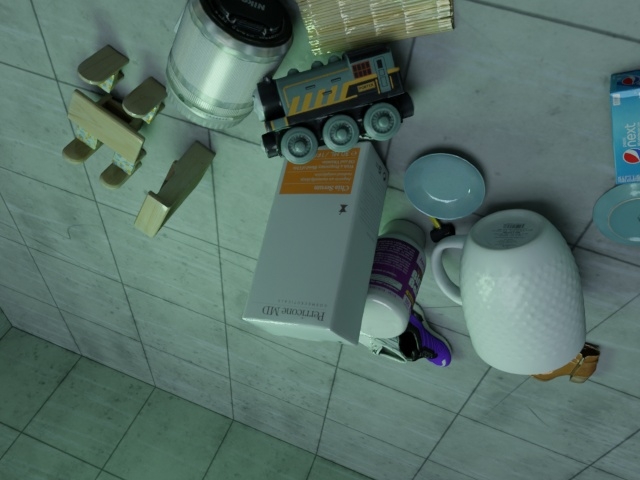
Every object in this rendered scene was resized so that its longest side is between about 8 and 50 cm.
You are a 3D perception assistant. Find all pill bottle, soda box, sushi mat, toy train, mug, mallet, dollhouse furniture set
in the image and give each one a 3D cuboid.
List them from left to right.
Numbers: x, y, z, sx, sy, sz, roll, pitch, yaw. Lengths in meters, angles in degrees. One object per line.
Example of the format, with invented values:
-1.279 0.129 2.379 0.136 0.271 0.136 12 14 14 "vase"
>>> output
-0.540 -0.240 1.455 0.394 0.256 0.362 36 139 -10 "dollhouse furniture set"
0.024 -0.282 1.093 0.334 0.142 0.190 -16 105 2 "toy train"
0.103 -0.464 1.048 0.317 0.019 0.151 0 132 29 "sushi mat"
0.181 0.090 1.369 0.169 0.301 0.169 16 140 14 "pill bottle"
0.273 -0.070 1.361 0.189 0.039 0.062 46 133 -15 "mallet"
0.436 0.097 1.284 0.374 0.276 0.328 13 134 45 "mug"
0.595 -0.212 1.000 0.067 0.071 0.210 -1 132 31 "soda box"

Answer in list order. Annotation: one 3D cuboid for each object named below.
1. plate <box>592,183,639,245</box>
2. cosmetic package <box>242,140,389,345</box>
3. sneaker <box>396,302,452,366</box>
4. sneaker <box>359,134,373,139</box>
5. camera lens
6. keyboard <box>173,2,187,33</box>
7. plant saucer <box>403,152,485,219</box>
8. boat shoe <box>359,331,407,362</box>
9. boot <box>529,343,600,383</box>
0.702 -0.051 1.149 0.188 0.024 0.188 16 139 15 "plate"
0.000 0.000 1.243 0.230 0.453 0.161 2 158 27 "cosmetic package"
0.314 0.339 1.681 0.102 0.146 0.293 -18 122 41 "sneaker"
0.063 -0.274 1.230 0.234 0.106 0.078 3 94 1 "sneaker"
-0.201 -0.401 1.124 0.219 0.219 0.274 35 139 -9 "camera lens"
-0.258 -0.536 1.179 0.072 0.014 0.256 35 140 -17 "keyboard"
0.299 -0.136 1.267 0.195 0.037 0.195 14 135 14 "plant saucer"
0.205 0.360 1.818 0.226 0.075 0.083 12 137 18 "boat shoe"
0.704 0.349 1.538 0.197 0.073 0.152 4 137 8 "boot"
